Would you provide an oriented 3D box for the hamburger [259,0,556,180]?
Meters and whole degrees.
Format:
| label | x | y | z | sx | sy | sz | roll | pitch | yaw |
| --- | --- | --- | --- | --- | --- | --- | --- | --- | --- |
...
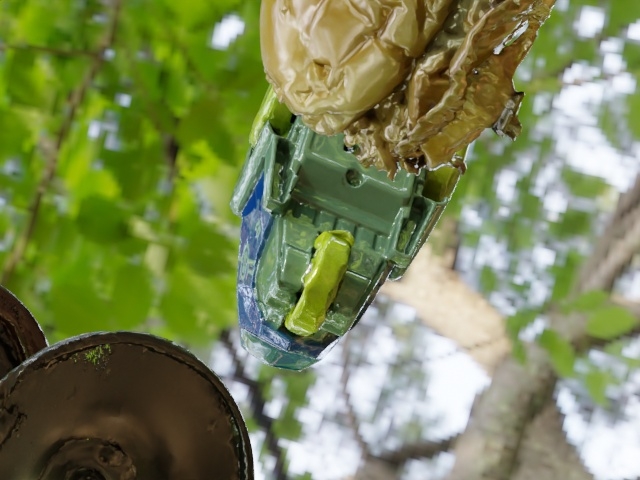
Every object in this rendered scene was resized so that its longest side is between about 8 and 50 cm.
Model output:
| label | x | y | z | sx | sy | sz | roll | pitch | yaw |
| --- | --- | --- | --- | --- | --- | --- | --- | --- | --- |
| hamburger | 0.077 | -0.194 | 1.032 | 0.318 | 0.158 | 0.318 | -158 | 90 | -84 |

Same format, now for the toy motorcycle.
| label | x | y | z | sx | sy | sz | roll | pitch | yaw |
| --- | --- | --- | --- | --- | --- | --- | --- | --- | --- |
| toy motorcycle | 0.000 | 0.000 | 1.755 | 0.326 | 0.191 | 0.200 | -72 | 7 | -49 |

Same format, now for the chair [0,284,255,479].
| label | x | y | z | sx | sy | sz | roll | pitch | yaw |
| --- | --- | --- | --- | --- | --- | --- | --- | --- | --- |
| chair | -0.242 | 0.137 | 1.396 | 0.227 | 0.401 | 0.226 | -7 | -78 | -33 |
